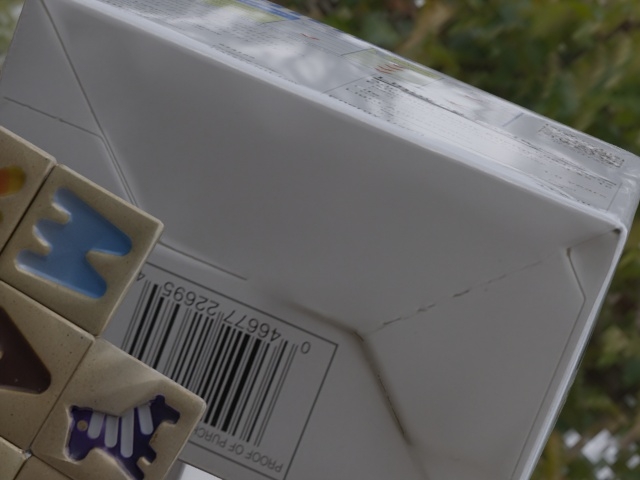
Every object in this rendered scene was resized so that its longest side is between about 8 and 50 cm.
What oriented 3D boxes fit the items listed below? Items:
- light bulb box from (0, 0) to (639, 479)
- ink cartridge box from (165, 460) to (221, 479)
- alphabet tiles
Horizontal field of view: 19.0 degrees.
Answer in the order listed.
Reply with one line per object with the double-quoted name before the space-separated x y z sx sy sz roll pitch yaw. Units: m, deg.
"light bulb box" 0.000 0.000 1.201 0.358 0.225 0.361 24 11 8
"ink cartridge box" -0.108 0.120 1.559 0.115 0.272 0.198 22 -1 -41
"alphabet tiles" -0.233 0.060 0.832 0.343 0.285 0.011 30 -4 14
